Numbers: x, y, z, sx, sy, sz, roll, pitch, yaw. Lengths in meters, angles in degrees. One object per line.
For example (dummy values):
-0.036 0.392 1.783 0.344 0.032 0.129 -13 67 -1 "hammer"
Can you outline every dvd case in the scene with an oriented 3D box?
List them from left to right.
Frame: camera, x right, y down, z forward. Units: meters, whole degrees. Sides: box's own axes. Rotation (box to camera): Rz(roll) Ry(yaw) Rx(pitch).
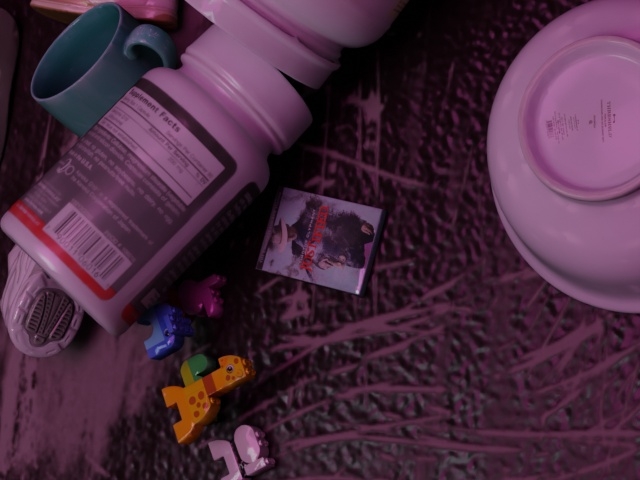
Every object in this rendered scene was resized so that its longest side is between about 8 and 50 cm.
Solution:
0.000 0.000 1.753 0.119 0.013 0.087 14 87 31 "dvd case"

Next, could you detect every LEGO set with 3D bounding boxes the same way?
-0.101 0.122 1.742 0.093 0.087 0.227 -29 69 21 "LEGO set"

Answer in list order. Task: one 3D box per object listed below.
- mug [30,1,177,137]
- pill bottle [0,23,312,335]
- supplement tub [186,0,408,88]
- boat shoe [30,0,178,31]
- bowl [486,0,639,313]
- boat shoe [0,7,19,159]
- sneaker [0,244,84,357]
-0.208 -0.159 1.828 0.129 0.097 0.158 -51 31 -5 "mug"
-0.153 -0.061 1.733 0.283 0.161 0.161 -46 61 -8 "pill bottle"
0.016 -0.328 1.681 0.235 0.235 0.325 42 101 28 "supplement tub"
-0.222 -0.255 1.900 0.170 0.063 0.059 8 81 20 "boat shoe"
0.260 -0.092 1.562 0.298 0.134 0.298 -6 77 27 "bowl"
-0.388 -0.143 1.962 0.081 0.079 0.227 3 77 38 "boat shoe"
-0.268 -0.002 1.855 0.115 0.090 0.232 26 85 55 "sneaker"
